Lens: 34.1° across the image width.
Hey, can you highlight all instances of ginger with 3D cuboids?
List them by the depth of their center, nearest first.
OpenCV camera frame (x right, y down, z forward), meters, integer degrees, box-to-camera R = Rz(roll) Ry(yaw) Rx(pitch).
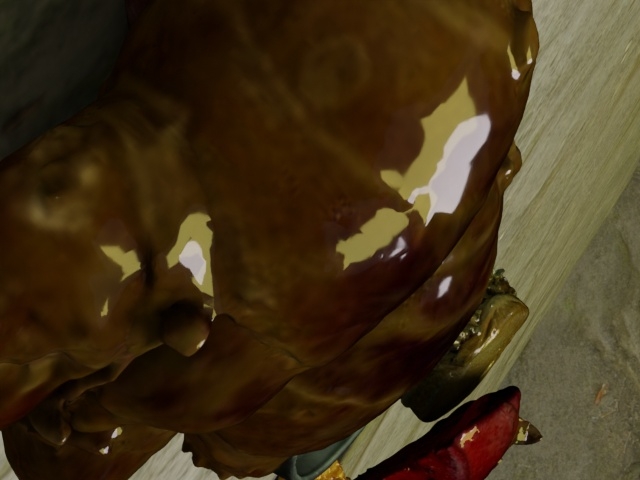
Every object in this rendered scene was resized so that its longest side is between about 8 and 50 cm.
[{"bbox_3d":[-0.030,0.016,0.461,0.274,0.152,0.357,-44,162,-13],"label":"ginger"}]

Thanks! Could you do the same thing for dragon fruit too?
[{"bbox_3d":[0.141,0.269,1.244,0.282,0.100,0.343,-28,170,-48],"label":"dragon fruit"}]

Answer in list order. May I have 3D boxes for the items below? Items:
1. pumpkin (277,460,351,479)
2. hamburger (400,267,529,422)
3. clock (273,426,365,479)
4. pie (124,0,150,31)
[{"bbox_3d":[-0.012,0.263,1.143,0.074,0.054,0.083,-46,139,-20],"label":"pumpkin"},{"bbox_3d":[0.149,0.124,1.260,0.189,0.122,0.215,-34,155,-48],"label":"hamburger"},{"bbox_3d":[0.037,0.076,0.964,0.325,0.067,0.325,-52,161,-26],"label":"clock"},{"bbox_3d":[-0.035,-0.132,0.483,0.154,0.036,0.154,-52,161,-26],"label":"pie"}]
